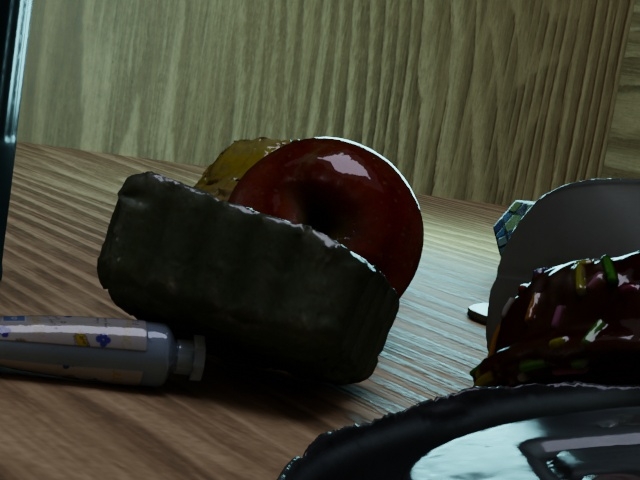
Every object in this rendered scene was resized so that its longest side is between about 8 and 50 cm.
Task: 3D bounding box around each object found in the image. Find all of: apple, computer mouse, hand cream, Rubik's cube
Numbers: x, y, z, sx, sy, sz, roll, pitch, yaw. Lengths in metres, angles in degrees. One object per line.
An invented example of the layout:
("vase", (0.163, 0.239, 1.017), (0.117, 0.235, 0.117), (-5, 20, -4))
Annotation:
("apple", (0.000, 0.000, 1.258), (0.181, 0.181, 0.168), (10, -18, -1))
("computer mouse", (0.260, 0.051, 1.042), (0.331, 0.197, 0.095), (9, -10, 41))
("hand cream", (-0.160, 0.070, 0.927), (0.170, 0.043, 0.065), (5, 0, -13))
("Rubik's cube", (0.302, 0.004, 1.979), (0.112, 0.133, 0.133), (-15, 2, 9))

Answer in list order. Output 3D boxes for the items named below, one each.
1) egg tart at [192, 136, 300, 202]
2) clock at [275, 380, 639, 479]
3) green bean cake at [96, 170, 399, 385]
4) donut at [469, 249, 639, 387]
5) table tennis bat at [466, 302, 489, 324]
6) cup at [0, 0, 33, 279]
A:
("egg tart", (-0.032, -0.052, 1.711), (0.315, 0.120, 0.315), (5, -7, 1))
("clock", (0.145, 0.113, 0.557), (0.325, 0.067, 0.325), (-4, 5, 0))
("green bean cake", (-0.046, 0.035, 1.006), (0.185, 0.094, 0.183), (14, -13, 14))
("donut", (0.202, 0.078, 0.814), (0.235, 0.089, 0.235), (11, -23, 5))
("table tennis bat", (0.263, 0.088, 1.576), (0.138, 0.022, 0.246), (16, 10, 42))
("cup", (-0.387, -0.129, 1.243), (0.242, 0.292, 0.308), (6, 8, -30))
